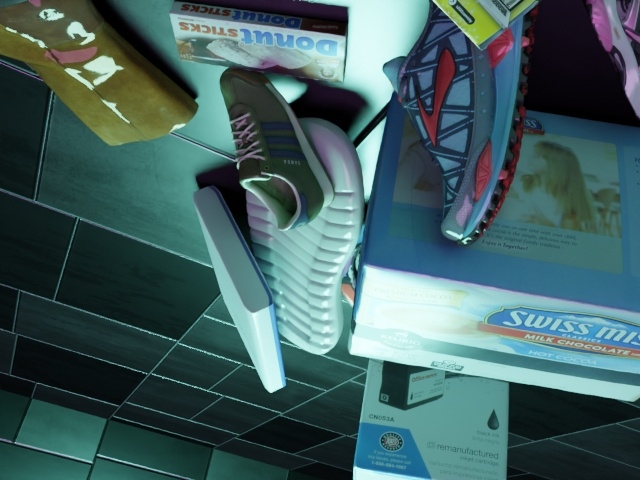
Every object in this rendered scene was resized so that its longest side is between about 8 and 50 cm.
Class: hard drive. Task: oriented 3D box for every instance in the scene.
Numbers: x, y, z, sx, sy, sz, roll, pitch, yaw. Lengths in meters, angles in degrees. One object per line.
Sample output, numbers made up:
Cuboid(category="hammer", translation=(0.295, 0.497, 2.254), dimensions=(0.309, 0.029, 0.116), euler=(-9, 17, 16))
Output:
Cuboid(category="hard drive", translation=(-0.118, 0.088, 1.029), dimensions=(0.040, 0.210, 0.319), euler=(-23, 152, -13))

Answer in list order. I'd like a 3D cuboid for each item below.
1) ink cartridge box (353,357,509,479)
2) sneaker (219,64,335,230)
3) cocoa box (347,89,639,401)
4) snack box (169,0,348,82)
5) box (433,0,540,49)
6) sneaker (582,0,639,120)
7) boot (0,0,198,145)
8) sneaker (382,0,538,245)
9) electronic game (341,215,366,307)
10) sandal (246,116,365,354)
Cuboid(category="ink cartridge box", translation=(0.184, 0.248, 1.077), dimensions=(0.223, 0.307, 0.129), euler=(6, 147, 9))
Cuboid(category="sneaker", translation=(-0.061, -0.096, 0.728), dimensions=(0.064, 0.086, 0.192), euler=(-16, 114, 46))
Cuboid(category="cocoa box", translation=(0.220, 0.011, 0.739), dimensions=(0.347, 0.231, 0.228), euler=(10, 150, 4))
Cuboid(category="snack box", translation=(-0.061, -0.203, 0.683), dimensions=(0.178, 0.022, 0.064), euler=(9, 148, 5))
Cuboid(category="box", translation=(0.091, -0.249, 0.410), dimensions=(0.233, 0.044, 0.159), euler=(32, 123, -33))
Cuboid(category="sneaker", translation=(0.291, -0.170, 0.578), dimensions=(0.077, 0.072, 0.178), euler=(-23, 142, 29))
Cuboid(category="boot", translation=(-0.317, -0.202, 0.742), dimensions=(0.264, 0.096, 0.280), euler=(-12, 151, 21))
Cuboid(category="sneaker", translation=(0.117, -0.128, 0.586), dimensions=(0.125, 0.262, 0.104), euler=(9, -169, 20))
Cuboid(category="electronic game", translation=(0.110, 0.060, 0.970), dimensions=(0.229, 0.048, 0.229), euler=(23, 139, 21))
Cuboid(category="sandal", translation=(-0.013, -0.007, 0.917), dimensions=(0.169, 0.102, 0.416), euler=(28, 139, 18))
